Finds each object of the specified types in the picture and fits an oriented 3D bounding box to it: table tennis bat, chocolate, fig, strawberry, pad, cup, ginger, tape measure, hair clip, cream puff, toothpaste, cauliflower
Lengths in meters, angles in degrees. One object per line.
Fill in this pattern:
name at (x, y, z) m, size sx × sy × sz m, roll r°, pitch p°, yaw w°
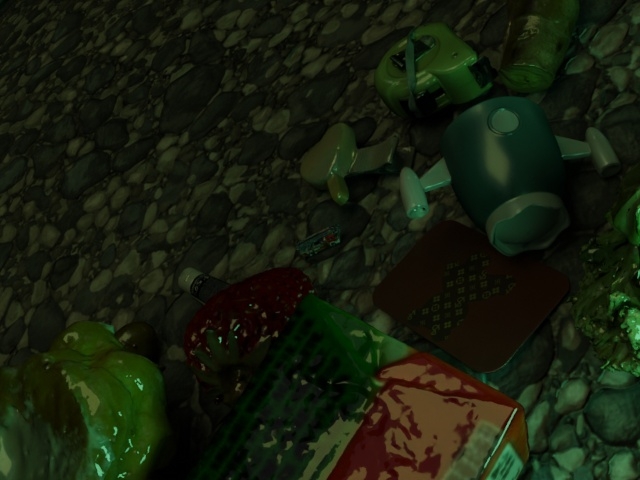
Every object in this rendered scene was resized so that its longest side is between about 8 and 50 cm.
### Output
table tennis bat at (0.127, 0.214, 1.264) m, size 0.201 × 0.033 × 0.124 m, roll -27°, pitch 42°, yaw 14°
chocolate at (0.033, 0.295, 1.141) m, size 0.341 × 0.161 × 0.360 m, roll 25°, pitch 77°, yaw 39°
fig at (-0.315, 0.190, 1.624) m, size 0.084 × 0.082 × 0.098 m, roll -15°, pitch 56°, yaw -17°
strawberry at (-0.082, 0.129, 1.421) m, size 0.205 × 0.205 × 0.244 m, roll -18°, pitch 25°, yaw 28°
pad at (0.200, 0.070, 1.325) m, size 0.181 × 0.004 × 0.267 m, roll -46°, pitch 40°, yaw -12°
cup at (0.259, -0.079, 1.298) m, size 0.300 × 0.167 × 0.173 m, roll -12°, pitch 55°, yaw 0°
ginger at (0.342, -0.348, 1.486) m, size 0.116 × 0.109 × 0.263 m, roll 5°, pitch 61°, yaw 23°
tape measure at (0.173, -0.283, 1.573) m, size 0.175 × 0.106 × 0.200 m, roll -34°, pitch 40°, yaw 8°
hair clip at (0.047, -0.123, 1.586) m, size 0.218 × 0.071 × 0.159 m, roll -4°, pitch 57°, yaw 43°
cream puff at (-0.345, 0.303, 1.414) m, size 0.378 × 0.275 × 0.378 m, roll -8°, pitch 76°, yaw 35°
toothpaste at (-0.166, 0.098, 1.597) m, size 0.193 × 0.045 × 0.071 m, roll 22°, pitch 81°, yaw 41°
cauliflower at (0.386, 0.005, 1.051) m, size 0.272 × 0.250 × 0.275 m, roll -28°, pitch 39°, yaw 16°

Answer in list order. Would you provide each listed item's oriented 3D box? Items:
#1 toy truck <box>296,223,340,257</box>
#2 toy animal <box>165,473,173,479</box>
toy truck at (0.000, 0.000, 1.544) m, size 0.083 × 0.032 × 0.024 m, roll -23°, pitch 41°, yaw 22°
toy animal at (-0.228, 0.390, 1.415) m, size 0.050 × 0.028 × 0.084 m, roll -33°, pitch 40°, yaw 1°
